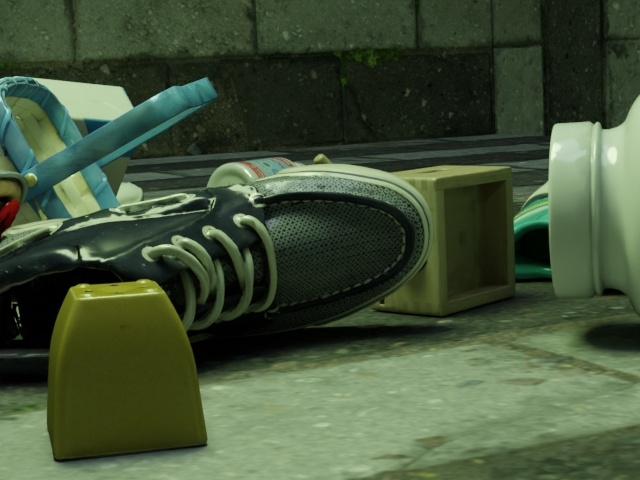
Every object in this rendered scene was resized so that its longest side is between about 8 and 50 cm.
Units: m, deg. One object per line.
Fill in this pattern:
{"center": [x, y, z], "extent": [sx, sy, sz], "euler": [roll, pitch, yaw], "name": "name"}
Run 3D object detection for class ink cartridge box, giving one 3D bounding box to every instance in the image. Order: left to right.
{"center": [-0.303, -0.063, 1.517], "extent": [0.134, 0.231, 0.078], "euler": [2, 37, -33], "name": "ink cartridge box"}

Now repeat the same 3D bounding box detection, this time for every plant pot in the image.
{"center": [-0.110, 0.066, 0.741], "extent": [0.081, 0.083, 0.081], "euler": [-4, 8, -14], "name": "plant pot"}

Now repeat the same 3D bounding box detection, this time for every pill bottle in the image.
{"center": [-0.074, -0.065, 1.787], "extent": [0.087, 0.087, 0.160], "euler": [2, 8, 30], "name": "pill bottle"}
{"center": [0.323, -0.024, 0.919], "extent": [0.323, 0.181, 0.181], "euler": [0, 7, 14], "name": "pill bottle"}

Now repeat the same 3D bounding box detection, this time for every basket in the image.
{"center": [-0.238, -0.072, 1.305], "extent": [0.289, 0.201, 0.255], "euler": [-33, 4, 9], "name": "basket"}

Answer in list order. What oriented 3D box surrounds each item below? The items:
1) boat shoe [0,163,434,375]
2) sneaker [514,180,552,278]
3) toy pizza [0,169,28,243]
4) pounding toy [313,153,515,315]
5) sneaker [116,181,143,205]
{"center": [-0.080, 0.029, 0.953], "extent": [0.341, 0.127, 0.158], "euler": [-11, 12, -2], "name": "boat shoe"}
{"center": [0.265, 0.007, 1.154], "extent": [0.110, 0.107, 0.275], "euler": [-33, 20, -37], "name": "sneaker"}
{"center": [-0.296, 0.022, 1.016], "extent": [0.201, 0.032, 0.201], "euler": [-41, -6, -5], "name": "toy pizza"}
{"center": [0.079, -0.011, 1.109], "extent": [0.100, 0.130, 0.141], "euler": [3, 9, 41], "name": "pounding toy"}
{"center": [-0.372, -0.070, 1.666], "extent": [0.305, 0.152, 0.114], "euler": [-3, 0, -9], "name": "sneaker"}
